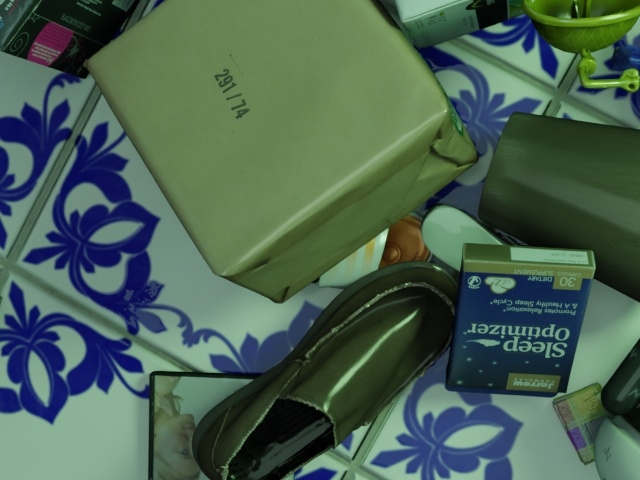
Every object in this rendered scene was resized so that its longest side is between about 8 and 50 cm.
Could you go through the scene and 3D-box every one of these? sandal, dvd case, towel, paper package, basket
[{"bbox_3d":[-0.001,0.011,1.383,0.265,0.076,0.101,2,91,10],"label":"sandal"},{"bbox_3d":[-0.121,0.286,1.435,0.181,0.022,0.252,1,91,10],"label":"dvd case"},{"bbox_3d":[0.310,0.209,1.364,0.060,0.009,0.083,-26,87,9],"label":"towel"},{"bbox_3d":[-0.043,-0.146,1.305,0.309,0.168,0.324,-37,67,8],"label":"paper package"},{"bbox_3d":[0.300,-0.049,1.296,0.227,0.154,0.204,20,77,14],"label":"basket"}]

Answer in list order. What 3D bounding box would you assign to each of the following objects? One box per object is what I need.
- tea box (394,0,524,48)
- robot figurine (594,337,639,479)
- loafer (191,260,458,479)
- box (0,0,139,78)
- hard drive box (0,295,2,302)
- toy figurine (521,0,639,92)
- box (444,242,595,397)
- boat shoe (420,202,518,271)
[{"bbox_3d":[0.196,-0.422,1.271,0.324,0.220,0.328,-18,88,10],"label":"tea box"},{"bbox_3d":[0.418,0.187,1.261,0.209,0.173,0.278,41,97,20],"label":"robot figurine"},{"bbox_3d":[0.020,0.173,1.330,0.366,0.130,0.134,-42,111,5],"label":"loafer"},{"bbox_3d":[-0.319,-0.301,1.349,0.142,0.247,0.163,37,96,7],"label":"box"},{"bbox_3d":[-0.534,0.074,1.426,0.232,0.181,0.089,19,94,10],"label":"hard drive box"},{"bbox_3d":[0.394,-0.173,1.242,0.363,0.217,0.191,-13,54,-6],"label":"toy figurine"},{"bbox_3d":[0.212,0.101,1.295,0.137,0.036,0.225,3,131,1],"label":"box"},{"bbox_3d":[0.207,0.034,1.347,0.219,0.070,0.078,43,103,-2],"label":"boat shoe"}]
